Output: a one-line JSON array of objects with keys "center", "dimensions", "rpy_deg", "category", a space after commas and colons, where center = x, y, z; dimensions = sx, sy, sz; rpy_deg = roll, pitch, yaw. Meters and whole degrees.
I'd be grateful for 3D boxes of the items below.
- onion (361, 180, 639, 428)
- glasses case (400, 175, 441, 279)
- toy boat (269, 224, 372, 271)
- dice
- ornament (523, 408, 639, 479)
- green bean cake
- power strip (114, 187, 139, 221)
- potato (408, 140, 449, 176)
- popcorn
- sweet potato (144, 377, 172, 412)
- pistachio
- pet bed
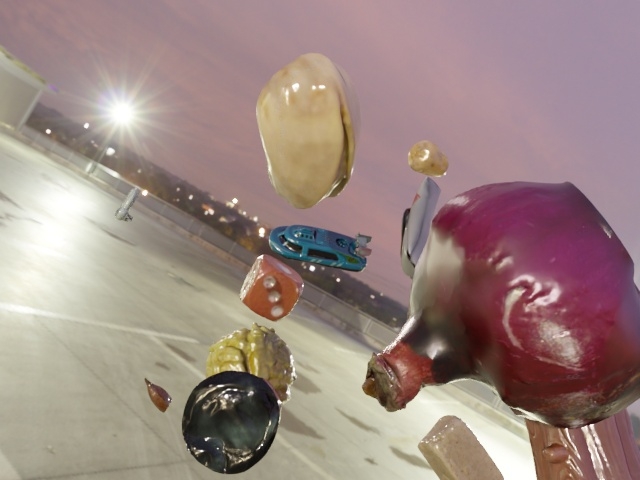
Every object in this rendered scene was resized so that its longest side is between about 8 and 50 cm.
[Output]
[{"center": [0.245, 0.117, 0.777], "dimensions": [0.398, 0.419, 0.399], "rpy_deg": [-21, 90, -83], "category": "onion"}, {"center": [0.285, -0.044, 1.489], "dimensions": [0.083, 0.308, 0.128], "rpy_deg": [3, -29, 28], "category": "glasses case"}, {"center": [0.000, 0.000, 1.482], "dimensions": [0.298, 0.092, 0.134], "rpy_deg": [12, 40, -6], "category": "toy boat"}, {"center": [-0.175, 0.166, 1.750], "dimensions": [0.173, 0.179, 0.175], "rpy_deg": [32, 9, -17], "category": "dice"}, {"center": [0.467, 0.391, 0.883], "dimensions": [0.235, 0.218, 0.221], "rpy_deg": [-2, -24, -6], "category": "ornament"}, {"center": [0.315, 0.498, 1.127], "dimensions": [0.179, 0.109, 0.085], "rpy_deg": [56, -27, 4], "category": "green bean cake"}, {"center": [-0.389, -0.071, 1.024], "dimensions": [0.035, 0.083, 0.055], "rpy_deg": [34, -49, -22], "category": "power strip"}, {"center": [0.225, -0.168, 1.042], "dimensions": [0.083, 0.068, 0.062], "rpy_deg": [25, 34, -14], "category": "potato"}, {"center": [-0.192, 0.343, 1.332], "dimensions": [0.225, 0.250, 0.249], "rpy_deg": [-16, -29, 28], "category": "popcorn"}, {"center": [-0.465, 0.433, 1.421], "dimensions": [0.117, 0.049, 0.049], "rpy_deg": [60, -15, -17], "category": "sweet potato"}, {"center": [-0.022, -0.224, 1.043], "dimensions": [0.238, 0.229, 0.321], "rpy_deg": [43, -39, 38], "category": "pistachio"}, {"center": [-0.174, 0.351, 0.976], "dimensions": [0.201, 0.201, 0.053], "rpy_deg": [28, -12, 9], "category": "pet bed"}]
